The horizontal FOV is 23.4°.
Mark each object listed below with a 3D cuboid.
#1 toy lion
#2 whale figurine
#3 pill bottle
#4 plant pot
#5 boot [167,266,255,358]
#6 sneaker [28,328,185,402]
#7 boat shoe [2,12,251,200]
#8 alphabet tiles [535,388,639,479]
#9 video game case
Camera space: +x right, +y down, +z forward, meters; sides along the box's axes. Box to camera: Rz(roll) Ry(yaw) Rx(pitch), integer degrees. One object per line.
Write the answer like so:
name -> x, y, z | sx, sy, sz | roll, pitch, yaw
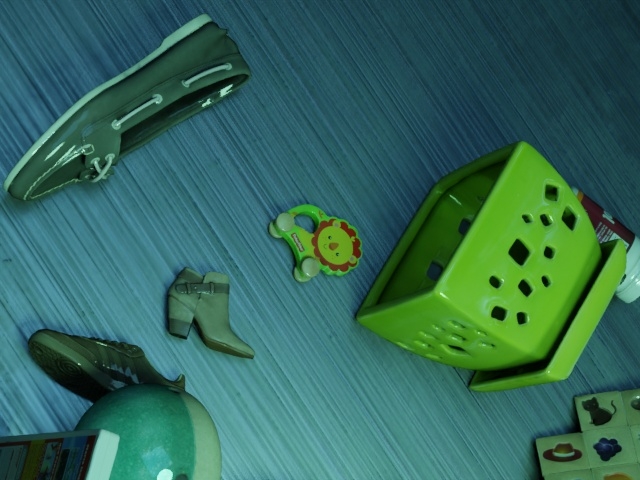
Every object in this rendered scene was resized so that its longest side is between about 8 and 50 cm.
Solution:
toy lion -> 0.000, 0.000, 1.863 | 0.096, 0.034, 0.100 | -27, 85, -28
whale figurine -> -0.211, 0.283, 1.634 | 0.141, 0.216, 0.272 | 15, 98, -34
pill bottle -> 0.345, 0.007, 1.933 | 0.152, 0.086, 0.086 | 38, 69, -5
plant pot -> 0.212, 0.048, 1.815 | 0.207, 0.228, 0.227 | 37, 69, -11
boot -> -0.122, 0.081, 1.799 | 0.118, 0.042, 0.087 | 20, 70, -11
sneaker -> -0.239, 0.143, 1.746 | 0.188, 0.066, 0.071 | 34, 53, -12
boat shoe -> -0.216, -0.139, 1.789 | 0.095, 0.112, 0.335 | 46, 65, 3
alphabet tiles -> 0.409, 0.301, 1.790 | 0.285, 0.011, 0.343 | -9, 43, 4
video game case -> -0.299, 0.296, 1.566 | 0.025, 0.285, 0.204 | 23, 70, -28
